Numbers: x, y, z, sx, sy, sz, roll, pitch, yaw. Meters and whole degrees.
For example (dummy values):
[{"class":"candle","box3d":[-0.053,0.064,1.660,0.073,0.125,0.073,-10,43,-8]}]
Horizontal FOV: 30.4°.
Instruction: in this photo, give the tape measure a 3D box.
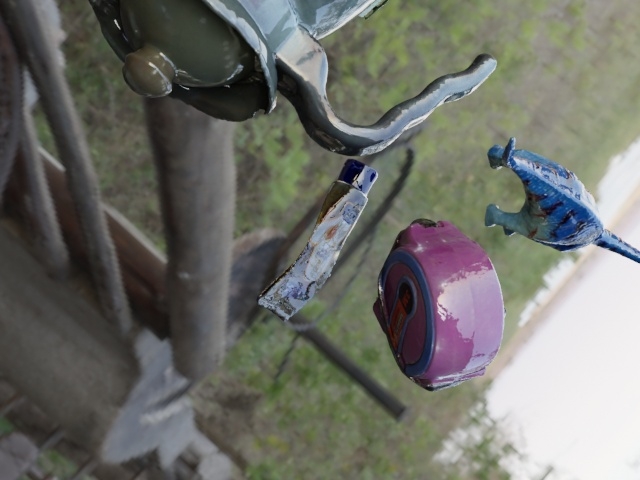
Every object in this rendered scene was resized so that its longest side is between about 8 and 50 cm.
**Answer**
[{"class":"tape measure","box3d":[0.091,0.048,0.919,0.074,0.125,0.118,-9,140,-21]}]

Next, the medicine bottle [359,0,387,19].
[{"class":"medicine bottle","box3d":[0.034,-0.401,1.350,0.141,0.250,0.137,26,131,-38]}]

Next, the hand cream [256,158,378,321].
[{"class":"hand cream","box3d":[0.000,0.000,1.095,0.163,0.039,0.062,-59,150,-6]}]

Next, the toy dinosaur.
[{"class":"toy dinosaur","box3d":[0.225,-0.031,1.163,0.329,0.144,0.076,34,78,-40]}]

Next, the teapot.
[{"class":"teapot","box3d":[-0.038,-0.196,0.935,0.223,0.305,0.285,2,-129,56]}]
